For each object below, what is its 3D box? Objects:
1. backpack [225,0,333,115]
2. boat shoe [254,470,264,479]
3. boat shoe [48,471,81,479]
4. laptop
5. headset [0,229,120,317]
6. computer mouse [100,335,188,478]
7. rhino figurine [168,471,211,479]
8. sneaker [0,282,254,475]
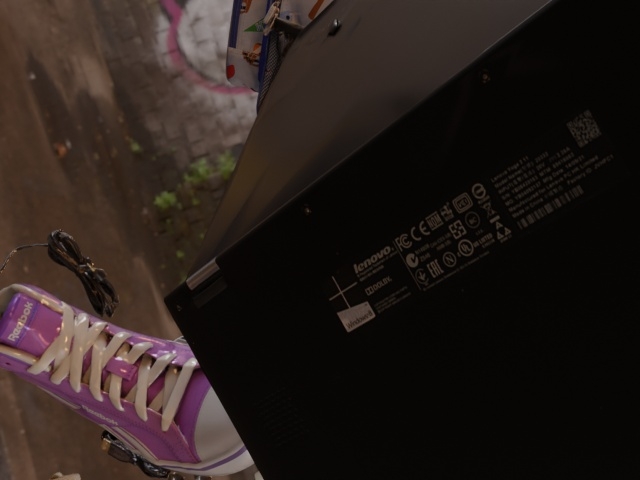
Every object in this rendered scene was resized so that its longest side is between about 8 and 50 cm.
[{"bbox_3d":[0.031,-0.253,1.078,0.276,0.213,0.263,-42,153,-60],"label":"backpack"},{"bbox_3d":[0.024,0.281,0.922,0.109,0.091,0.305,61,-8,-25],"label":"boat shoe"},{"bbox_3d":[-0.273,0.309,1.040,0.110,0.341,0.121,-61,151,-50],"label":"boat shoe"},{"bbox_3d":[0.123,-0.029,0.521,0.236,0.382,0.407,-23,80,-48],"label":"laptop"},{"bbox_3d":[-0.442,0.126,1.174,0.185,0.394,0.243,50,-22,1],"label":"headset"},{"bbox_3d":[-0.194,0.207,1.267,0.193,0.106,0.042,-58,149,-29],"label":"computer mouse"},{"bbox_3d":[-0.152,0.471,1.599,0.243,0.073,0.106,42,25,-22],"label":"rhino figurine"},{"bbox_3d":[-0.172,0.105,0.789,0.161,0.282,0.102,41,64,-47],"label":"sneaker"}]
